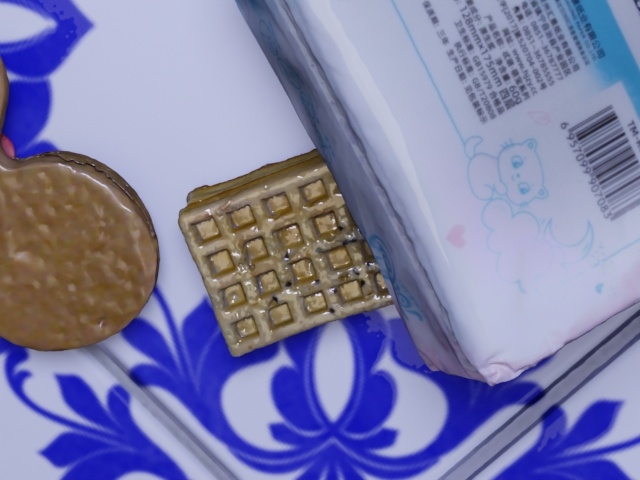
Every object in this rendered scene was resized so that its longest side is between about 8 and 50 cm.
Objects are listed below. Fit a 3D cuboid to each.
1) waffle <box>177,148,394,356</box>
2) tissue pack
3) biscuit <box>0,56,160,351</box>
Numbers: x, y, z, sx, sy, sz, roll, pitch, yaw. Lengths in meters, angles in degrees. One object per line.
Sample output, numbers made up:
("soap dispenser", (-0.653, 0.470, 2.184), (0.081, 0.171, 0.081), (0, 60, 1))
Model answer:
("waffle", (0.000, 0.000, 0.853), (0.148, 0.042, 0.102), (-18, 101, 9))
("tissue pack", (0.091, -0.086, 0.761), (0.201, 0.124, 0.271), (-29, 99, -9))
("biscuit", (-0.258, -0.032, 0.872), (0.340, 0.047, 0.216), (16, 107, -1))
